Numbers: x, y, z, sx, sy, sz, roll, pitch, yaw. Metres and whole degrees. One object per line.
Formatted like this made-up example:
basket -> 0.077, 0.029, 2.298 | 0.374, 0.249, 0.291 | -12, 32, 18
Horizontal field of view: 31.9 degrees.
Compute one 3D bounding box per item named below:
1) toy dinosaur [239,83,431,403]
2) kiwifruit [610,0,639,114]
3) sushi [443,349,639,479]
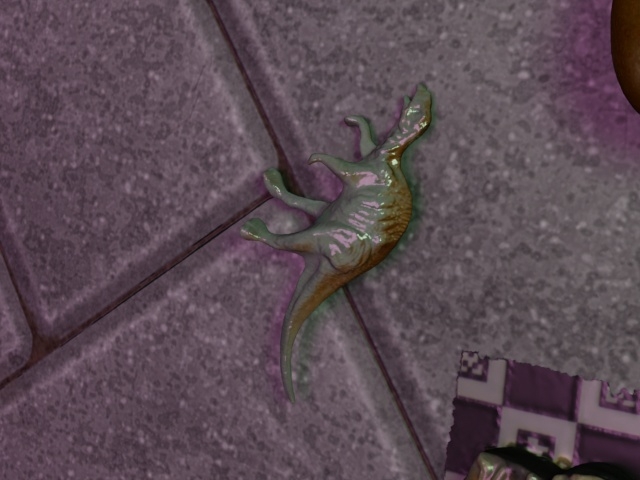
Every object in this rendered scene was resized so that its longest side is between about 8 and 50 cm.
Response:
toy dinosaur -> 0.000, 0.000, 1.281 | 0.205, 0.092, 0.393 | 15, 91, 26
kiwifruit -> 0.354, -0.195, 0.978 | 0.196, 0.196, 0.234 | 2, 91, 33
sushi -> 0.262, 0.290, 1.107 | 0.373, 0.100, 0.296 | 12, 98, 33
